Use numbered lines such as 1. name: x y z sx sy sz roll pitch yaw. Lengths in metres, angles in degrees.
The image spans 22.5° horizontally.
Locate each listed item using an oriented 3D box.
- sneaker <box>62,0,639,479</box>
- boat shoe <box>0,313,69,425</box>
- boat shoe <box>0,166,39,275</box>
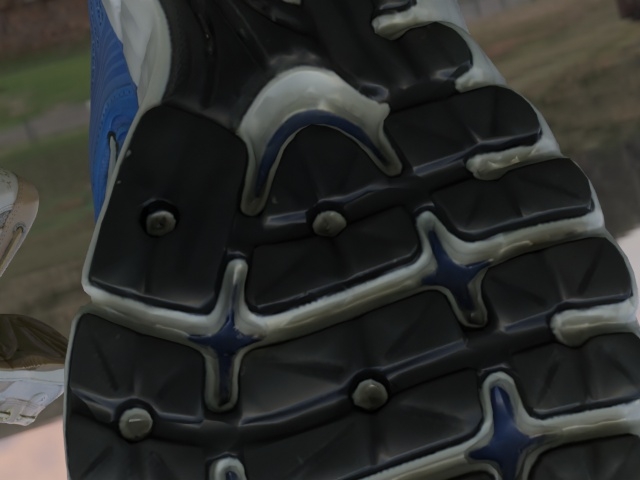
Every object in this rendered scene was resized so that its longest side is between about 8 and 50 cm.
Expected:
1. sneaker: 0.000 0.000 0.425 0.130 0.330 0.147 -7 153 -1
2. boat shoe: -0.177 0.069 0.792 0.059 0.063 0.170 -56 156 7
3. boat shoe: -0.354 0.088 1.397 0.121 0.341 0.110 36 -173 41
